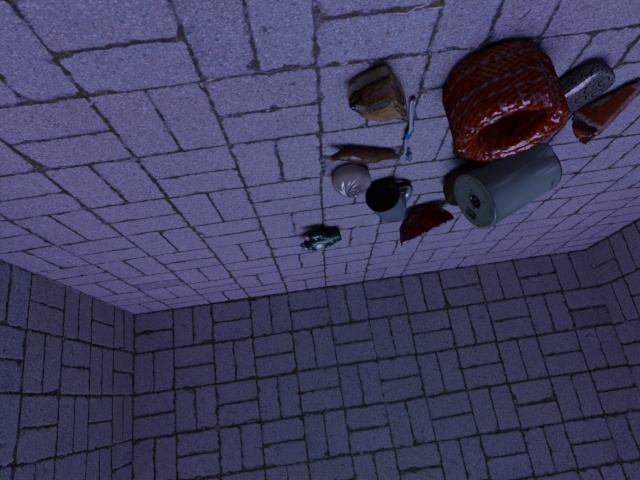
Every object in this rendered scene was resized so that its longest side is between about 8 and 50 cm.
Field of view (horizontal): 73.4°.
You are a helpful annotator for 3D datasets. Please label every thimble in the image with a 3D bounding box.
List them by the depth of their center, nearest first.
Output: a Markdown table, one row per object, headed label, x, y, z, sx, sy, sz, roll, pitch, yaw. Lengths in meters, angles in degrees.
| label | x | y | z | sx | sy | sz | roll | pitch | yaw |
| --- | --- | --- | --- | --- | --- | --- | --- | --- | --- |
| thimble | 0.568 | -0.427 | 1.358 | 0.351 | 0.230 | 0.350 | -7 | 160 | -2 |

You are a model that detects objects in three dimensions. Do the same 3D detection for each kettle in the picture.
| label | x | y | z | sx | sy | sz | roll | pitch | yaw |
| --- | --- | --- | --- | --- | --- | --- | --- | --- | --- |
| kettle | 0.803 | -0.208 | 1.859 | 0.377 | 0.250 | 0.361 | -28 | 142 | -11 |
| kettle | 0.344 | -0.196 | 2.040 | 0.221 | 0.161 | 0.236 | -45 | 153 | 6 |

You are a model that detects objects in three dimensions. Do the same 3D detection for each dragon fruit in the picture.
| label | x | y | z | sx | sy | sz | roll | pitch | yaw |
| --- | --- | --- | --- | --- | --- | --- | --- | --- | --- |
| dragon fruit | 0.562 | -0.109 | 2.386 | 0.317 | 0.151 | 0.205 | -29 | 173 | 14 |

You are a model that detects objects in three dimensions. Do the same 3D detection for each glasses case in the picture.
| label | x | y | z | sx | sy | sz | roll | pitch | yaw |
| --- | --- | --- | --- | --- | --- | --- | --- | --- | --- |
| glasses case | 0.838 | -0.488 | 1.514 | 0.137 | 0.085 | 0.355 | 8 | 156 | -33 |

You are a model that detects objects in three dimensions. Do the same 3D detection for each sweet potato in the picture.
| label | x | y | z | sx | sy | sz | roll | pitch | yaw |
| --- | --- | --- | --- | --- | --- | --- | --- | --- | --- |
| sweet potato | 0.173 | -0.333 | 1.700 | 0.315 | 0.066 | 0.072 | -2 | 166 | -25 |

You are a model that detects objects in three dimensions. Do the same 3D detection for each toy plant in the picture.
| label | x | y | z | sx | sy | sz | roll | pitch | yaw |
| --- | --- | --- | --- | --- | --- | --- | --- | --- | --- |
| toy plant | -0.002 | -0.001 | 2.460 | 0.244 | 0.112 | 0.232 | -7 | 156 | -23 |

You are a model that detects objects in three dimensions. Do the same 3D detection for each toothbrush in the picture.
| label | x | y | z | sx | sy | sz | roll | pitch | yaw |
| --- | --- | --- | --- | --- | --- | --- | --- | --- | --- |
| toothbrush | 0.330 | -0.408 | 1.606 | 0.040 | 0.040 | 0.386 | -11 | 157 | 5 |

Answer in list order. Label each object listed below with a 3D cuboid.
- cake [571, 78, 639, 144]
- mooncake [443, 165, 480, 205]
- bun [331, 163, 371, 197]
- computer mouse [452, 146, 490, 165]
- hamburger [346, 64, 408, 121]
| label | x | y | z | sx | sy | sz | roll | pitch | yaw |
| --- | --- | --- | --- | --- | --- | --- | --- | --- | --- |
| cake | 1.071 | -0.501 | 1.600 | 0.287 | 0.135 | 0.098 | -42 | 141 | 24 |
| mooncake | 0.692 | -0.265 | 2.021 | 0.235 | 0.116 | 0.234 | -8 | 153 | -4 |
| bun | 0.133 | -0.245 | 1.843 | 0.173 | 0.119 | 0.172 | -6 | 159 | -2 |
| computer mouse | 0.631 | -0.388 | 1.657 | 0.158 | 0.071 | 0.310 | 26 | 154 | -2 |
| hamburger | 0.191 | -0.446 | 1.349 | 0.156 | 0.135 | 0.208 | -3 | -179 | 33 |
